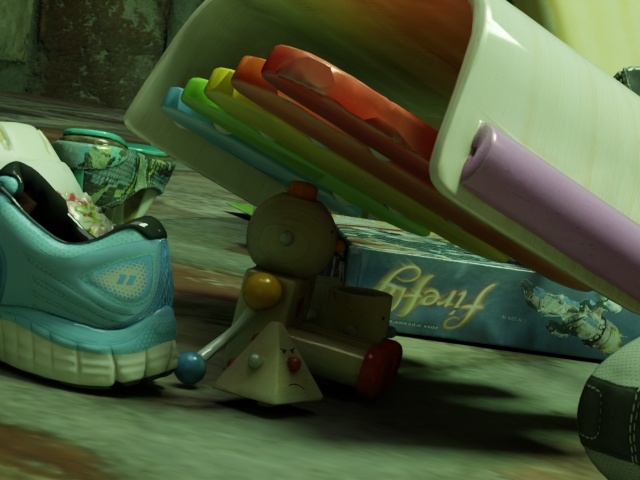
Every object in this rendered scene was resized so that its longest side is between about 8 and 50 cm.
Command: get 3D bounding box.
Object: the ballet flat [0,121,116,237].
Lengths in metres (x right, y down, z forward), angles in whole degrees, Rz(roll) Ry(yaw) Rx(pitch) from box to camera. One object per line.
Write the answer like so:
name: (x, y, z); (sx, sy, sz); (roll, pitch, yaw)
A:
ballet flat: (-0.178, -0.028, 0.844); (0.091, 0.077, 0.241); (5, 7, -40)

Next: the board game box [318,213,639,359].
board game box: (0.124, 0.030, 0.892); (0.243, 0.042, 0.165); (8, 5, -5)

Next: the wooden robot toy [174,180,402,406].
wooden robot toy: (-0.002, 0.016, 0.649); (0.076, 0.079, 0.173); (9, 6, 10)

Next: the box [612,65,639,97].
box: (0.241, -0.046, 0.984); (0.216, 0.060, 0.270); (-9, -14, -11)

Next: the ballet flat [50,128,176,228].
ballet flat: (-0.138, -0.036, 1.060); (0.070, 0.070, 0.188); (9, 2, 9)

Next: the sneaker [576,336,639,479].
sneaker: (0.191, 0.049, 0.539); (0.271, 0.100, 0.108); (3, 3, -44)

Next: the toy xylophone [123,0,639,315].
toy xylophone: (0.054, -0.034, 0.698); (0.236, 0.081, 0.322); (29, -6, -19)

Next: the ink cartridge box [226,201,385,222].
ink cartridge box: (0.057, -0.044, 1.264); (0.188, 0.097, 0.255); (5, 7, -25)

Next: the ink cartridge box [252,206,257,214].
ink cartridge box: (0.000, 0.000, 1.068); (0.062, 0.029, 0.115); (7, 5, -21)

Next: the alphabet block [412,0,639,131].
alphabet block: (0.171, -0.142, 1.083); (0.192, 0.197, 0.193); (-5, -15, -29)

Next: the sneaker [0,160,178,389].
sneaker: (-0.122, 0.005, 0.608); (0.162, 0.073, 0.063); (10, 6, 18)
